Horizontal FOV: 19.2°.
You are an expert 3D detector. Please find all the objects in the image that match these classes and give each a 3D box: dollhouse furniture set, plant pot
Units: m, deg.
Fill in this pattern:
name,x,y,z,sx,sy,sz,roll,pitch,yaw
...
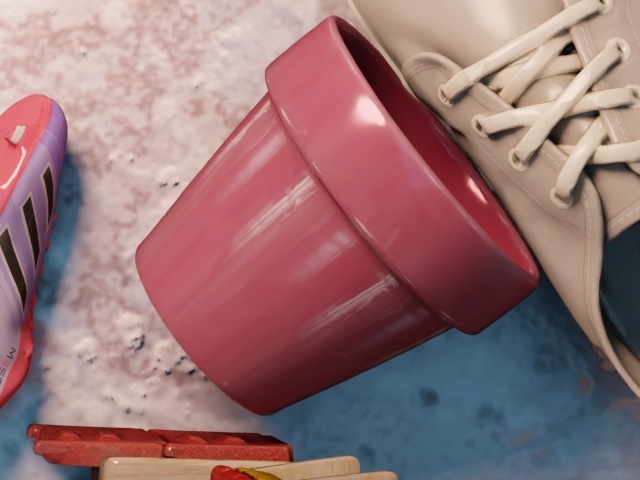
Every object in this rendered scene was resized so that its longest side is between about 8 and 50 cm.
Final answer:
name,x,y,z,sx,sy,sz,roll,pitch,yaw
dollhouse furniture set,-0.077,0.206,1.000,0.152,0.374,0.201,3,87,-11
plant pot,0.000,0.000,1.110,0.180,0.201,0.201,-38,93,10

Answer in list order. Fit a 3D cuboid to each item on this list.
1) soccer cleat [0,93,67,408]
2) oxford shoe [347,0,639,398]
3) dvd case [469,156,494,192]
name,x,y,z,sx,sy,sz,roll,pitch,yaw
soccer cleat,-0.202,0.033,1.144,0.095,0.083,0.248,29,80,-34
oxford shoe,0.145,-0.079,1.077,0.169,0.130,0.449,-33,90,15
dvd case,0.140,-0.095,1.207,0.119,0.013,0.087,-27,92,-7
